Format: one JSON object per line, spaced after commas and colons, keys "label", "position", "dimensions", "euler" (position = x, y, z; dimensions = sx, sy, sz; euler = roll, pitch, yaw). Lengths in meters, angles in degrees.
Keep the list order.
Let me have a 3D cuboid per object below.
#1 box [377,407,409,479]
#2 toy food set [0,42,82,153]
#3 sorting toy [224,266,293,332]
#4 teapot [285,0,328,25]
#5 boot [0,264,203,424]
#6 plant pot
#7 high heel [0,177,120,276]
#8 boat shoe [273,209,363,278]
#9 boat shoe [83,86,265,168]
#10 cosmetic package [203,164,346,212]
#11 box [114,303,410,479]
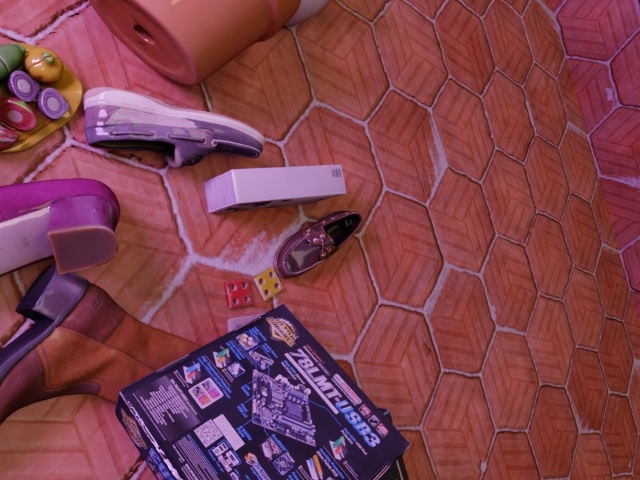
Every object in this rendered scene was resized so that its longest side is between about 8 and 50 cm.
{"label": "box", "position": [-0.003, 0.459, 0.840], "dimensions": [0.296, 0.182, 0.294], "euler": [-18, 94, -39]}
{"label": "toy food set", "position": [-0.412, -0.188, 0.690], "dimensions": [0.128, 0.071, 0.218], "euler": [51, 55, -21]}
{"label": "sorting toy", "position": [-0.088, 0.183, 0.908], "dimensions": [0.132, 0.046, 0.275], "euler": [-3, 84, -40]}
{"label": "teapot", "position": [-0.055, -0.545, 0.972], "dimensions": [0.256, 0.187, 0.253], "euler": [-35, 104, -37]}
{"label": "boot", "position": [-0.312, 0.210, 0.716], "dimensions": [0.280, 0.096, 0.264], "euler": [43, 51, -35]}
{"label": "plant pot", "position": [-0.200, -0.374, 0.781], "dimensions": [0.291, 0.291, 0.203], "euler": [41, 75, -27]}
{"label": "high heel", "position": [-0.446, -0.009, 0.648], "dimensions": [0.377, 0.181, 0.127], "euler": [-3, 118, -25]}
{"label": "boat shoe", "position": [0.000, 0.000, 0.997], "dimensions": [0.207, 0.073, 0.073], "euler": [-41, 109, -35]}
{"label": "boat shoe", "position": [-0.223, -0.158, 0.827], "dimensions": [0.285, 0.102, 0.092], "euler": [9, 82, -34]}
{"label": "cosmetic package", "position": [-0.075, -0.092, 0.934], "dimensions": [0.239, 0.099, 0.061], "euler": [-9, 91, -40]}
{"label": "box", "position": [-0.072, 0.260, 0.722], "dimensions": [0.295, 0.073, 0.293], "euler": [45, 43, 20]}
